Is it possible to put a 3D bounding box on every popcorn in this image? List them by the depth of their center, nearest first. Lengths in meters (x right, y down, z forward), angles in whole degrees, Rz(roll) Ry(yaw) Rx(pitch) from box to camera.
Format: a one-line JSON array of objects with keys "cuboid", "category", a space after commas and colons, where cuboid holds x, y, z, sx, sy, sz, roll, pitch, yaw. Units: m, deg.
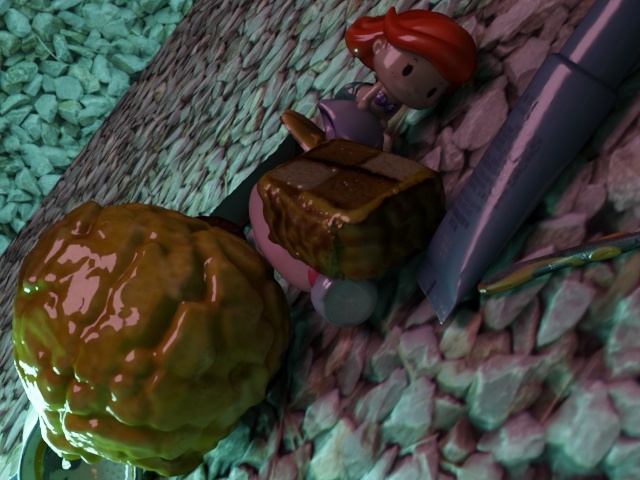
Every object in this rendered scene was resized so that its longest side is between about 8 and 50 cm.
[{"cuboid": [-0.246, 0.122, 1.440, 0.390, 0.354, 0.344, -29, 26, 55], "category": "popcorn"}]

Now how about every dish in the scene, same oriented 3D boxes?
[{"cuboid": [-0.353, 0.338, 1.616, 0.236, 0.228, 0.086, -46, -17, 10], "category": "dish"}]

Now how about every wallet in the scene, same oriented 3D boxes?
[{"cuboid": [-0.113, -0.078, 1.835, 0.244, 0.025, 0.124, -42, 27, 28], "category": "wallet"}]

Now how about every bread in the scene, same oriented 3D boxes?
[{"cuboid": [0.032, -0.044, 1.284, 0.181, 0.096, 0.222, -28, 32, -28], "category": "bread"}]

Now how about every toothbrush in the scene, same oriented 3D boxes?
[{"cuboid": [0.262, 0.007, 1.003, 0.321, 0.023, 0.031, -28, 30, 47], "category": "toothbrush"}]

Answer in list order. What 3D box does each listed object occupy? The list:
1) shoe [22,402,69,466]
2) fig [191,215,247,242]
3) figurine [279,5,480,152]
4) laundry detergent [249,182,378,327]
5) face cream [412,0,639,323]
[{"cuboid": [-0.383, 0.289, 1.762, 0.342, 0.132, 0.210, -46, 23, 16], "category": "shoe"}, {"cuboid": [-0.223, 0.008, 1.731, 0.134, 0.201, 0.146, -68, 18, -3], "category": "fig"}, {"cuboid": [0.084, -0.213, 1.452, 0.257, 0.181, 0.208, -44, -3, 12], "category": "figurine"}, {"cuboid": [0.000, 0.000, 1.403, 0.159, 0.088, 0.335, -15, 29, -7], "category": "laundry detergent"}, {"cuboid": [0.221, -0.091, 1.139, 0.385, 0.086, 0.135, -56, 20, 14], "category": "face cream"}]
